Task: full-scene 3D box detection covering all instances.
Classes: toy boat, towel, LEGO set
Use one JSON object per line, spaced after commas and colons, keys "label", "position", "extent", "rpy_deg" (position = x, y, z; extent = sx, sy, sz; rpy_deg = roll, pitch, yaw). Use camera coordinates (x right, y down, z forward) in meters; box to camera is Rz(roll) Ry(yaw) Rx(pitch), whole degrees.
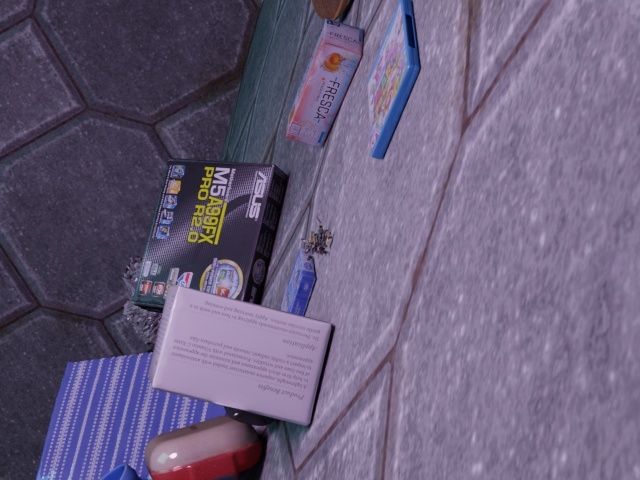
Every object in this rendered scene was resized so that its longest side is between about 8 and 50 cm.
{"label": "toy boat", "position": [-0.152, 0.326, 1.528], "extent": [0.231, 0.151, 0.151], "rpy_deg": [155, 100, -77]}
{"label": "towel", "position": [-0.285, 0.288, 1.808], "extent": [0.040, 0.336, 0.243], "rpy_deg": [60, -151, -47]}
{"label": "LEGO set", "position": [0.000, 0.003, 1.420], "extent": [0.083, 0.023, 0.054], "rpy_deg": [-133, 54, -62]}

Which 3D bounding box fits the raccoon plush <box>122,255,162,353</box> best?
{"label": "raccoon plush", "position": [-0.197, 0.108, 2.039], "extent": [0.299, 0.216, 0.446], "rpy_deg": [-53, 43, 40]}

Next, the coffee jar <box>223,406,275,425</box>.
{"label": "coffee jar", "position": [-0.093, 0.182, 1.492], "extent": [0.184, 0.079, 0.096], "rpy_deg": [-151, 75, -79]}

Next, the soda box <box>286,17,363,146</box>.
{"label": "soda box", "position": [0.005, -0.219, 1.585], "extent": [0.183, 0.058, 0.063], "rpy_deg": [116, 165, -45]}

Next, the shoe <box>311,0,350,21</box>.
{"label": "shoe", "position": [0.041, -0.413, 1.693], "extent": [0.076, 0.058, 0.219], "rpy_deg": [53, 150, 18]}

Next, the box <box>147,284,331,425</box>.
{"label": "box", "position": [-0.099, 0.129, 1.305], "extent": [0.182, 0.181, 0.119], "rpy_deg": [168, 116, -79]}

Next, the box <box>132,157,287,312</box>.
{"label": "box", "position": [-0.187, -0.002, 1.913], "extent": [0.060, 0.216, 0.270], "rpy_deg": [36, -117, -60]}

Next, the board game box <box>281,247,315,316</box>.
{"label": "board game box", "position": [-0.030, 0.068, 1.476], "extent": [0.090, 0.020, 0.090], "rpy_deg": [-98, 24, -68]}

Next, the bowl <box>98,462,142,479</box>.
{"label": "bowl", "position": [-0.380, 0.488, 1.579], "extent": [0.391, 0.077, 0.391], "rpy_deg": [-46, 6, 6]}

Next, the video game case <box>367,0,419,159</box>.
{"label": "video game case", "position": [0.079, -0.183, 1.251], "extent": [0.166, 0.015, 0.119], "rpy_deg": [-89, 16, -53]}
